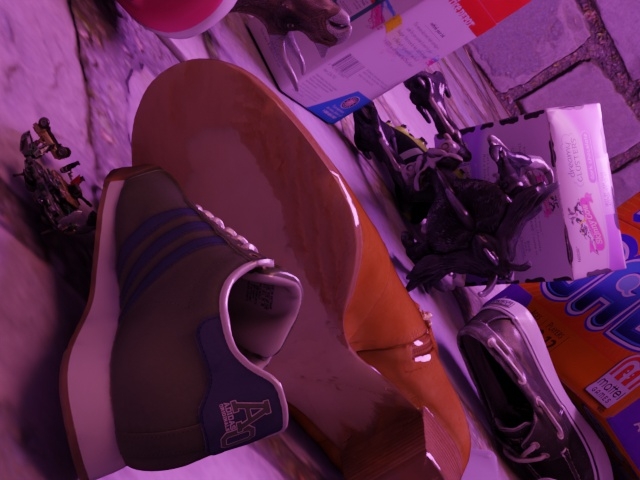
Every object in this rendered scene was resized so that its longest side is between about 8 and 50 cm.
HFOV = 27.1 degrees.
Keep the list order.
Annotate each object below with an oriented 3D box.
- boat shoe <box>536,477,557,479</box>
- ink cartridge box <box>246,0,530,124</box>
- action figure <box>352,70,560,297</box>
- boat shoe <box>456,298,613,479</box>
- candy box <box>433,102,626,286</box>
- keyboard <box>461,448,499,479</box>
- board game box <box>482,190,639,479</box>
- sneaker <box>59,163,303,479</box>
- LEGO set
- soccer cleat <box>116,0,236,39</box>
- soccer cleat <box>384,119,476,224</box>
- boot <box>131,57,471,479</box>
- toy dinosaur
[{"bbox_3d":[0.190,0.267,0.934,0.094,0.109,0.302,41,8,-10],"label":"boat shoe"},{"bbox_3d":[0.068,-0.205,1.175,0.078,0.231,0.134,64,14,17],"label":"ink cartridge box"},{"bbox_3d":[0.131,-0.036,1.211,0.141,0.164,0.276,38,19,-44],"label":"action figure"},{"bbox_3d":[0.183,0.162,1.172,0.070,0.077,0.219,-34,97,-42],"label":"boat shoe"},{"bbox_3d":[0.205,-0.041,1.329,0.196,0.070,0.165,-6,-87,62],"label":"candy box"},{"bbox_3d":[0.072,0.179,0.742,0.072,0.014,0.256,13,21,-2],"label":"keyboard"},{"bbox_3d":[0.447,0.147,1.351,0.357,0.356,0.356,55,-1,-17],"label":"board game box"},{"bbox_3d":[-0.049,0.026,0.544,0.192,0.086,0.064,-92,174,-59],"label":"sneaker"},{"bbox_3d":[-0.119,-0.023,0.584,0.054,0.023,0.083,59,0,-12],"label":"LEGO set"},{"bbox_3d":[-0.112,-0.262,0.898,0.143,0.116,0.331,31,30,-62],"label":"soccer cleat"},{"bbox_3d":[0.096,-0.063,1.350,0.179,0.072,0.060,43,0,42],"label":"soccer cleat"},{"bbox_3d":[-0.006,0.022,0.746,0.295,0.104,0.211,61,7,-14],"label":"boot"},{"bbox_3d":[-0.086,-0.279,1.031,0.121,0.160,0.313,-7,52,-48],"label":"toy dinosaur"}]
